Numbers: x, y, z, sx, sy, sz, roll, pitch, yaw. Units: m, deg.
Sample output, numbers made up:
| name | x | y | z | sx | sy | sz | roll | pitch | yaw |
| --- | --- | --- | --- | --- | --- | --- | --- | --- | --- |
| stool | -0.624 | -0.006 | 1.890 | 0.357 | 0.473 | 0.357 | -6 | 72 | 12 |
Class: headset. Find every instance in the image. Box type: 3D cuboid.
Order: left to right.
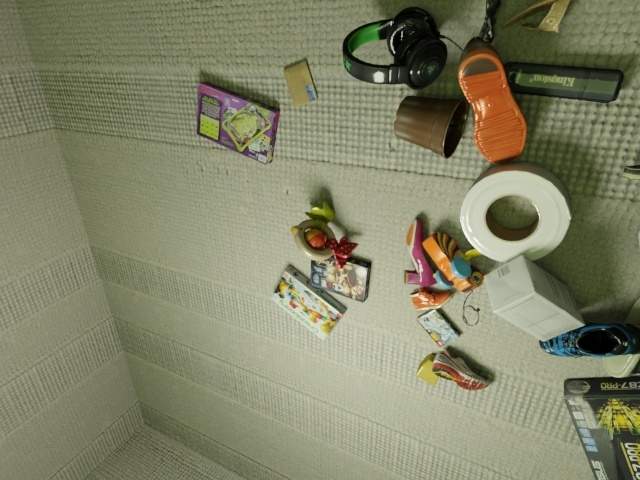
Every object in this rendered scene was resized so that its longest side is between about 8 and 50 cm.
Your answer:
| name | x | y | z | sx | sy | sz | roll | pitch | yaw |
| --- | --- | --- | --- | --- | --- | --- | --- | --- | --- |
| headset | 0.253 | -0.527 | 1.065 | 0.393 | 0.244 | 0.185 | -5 | 143 | 2 |

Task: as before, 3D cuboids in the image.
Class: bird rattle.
| name | x | y | z | sx | sy | sz | roll | pitch | yaw |
| --- | --- | --- | --- | --- | --- | --- | --- | --- | --- |
| bird rattle | 0.000 | 0.000 | 1.505 | 0.143 | 0.206 | 0.254 | -33 | 80 | 54 |

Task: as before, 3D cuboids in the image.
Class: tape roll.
| name | x | y | z | sx | sy | sz | roll | pitch | yaw |
| --- | --- | --- | --- | --- | --- | --- | --- | --- | --- |
| tape roll | 0.561 | -0.080 | 1.191 | 0.286 | 0.100 | 0.286 | 14 | 120 | 25 |

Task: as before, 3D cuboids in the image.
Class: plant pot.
| name | x | y | z | sx | sy | sz | roll | pitch | yaw |
| --- | --- | --- | --- | --- | --- | --- | --- | --- | --- |
| plant pot | 0.310 | -0.337 | 1.176 | 0.165 | 0.167 | 0.167 | 24 | 124 | 27 |
| plant pot | 0.427 | 0.489 | 1.580 | 0.081 | 0.081 | 0.083 | 27 | 117 | 16 |

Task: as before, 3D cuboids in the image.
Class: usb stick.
| name | x | y | z | sx | sy | sz | roll | pitch | yaw |
| --- | --- | --- | --- | --- | --- | --- | --- | --- | --- |
| usb stick | 0.597 | -0.401 | 1.036 | 0.277 | 0.045 | 0.077 | 16 | 122 | 23 |

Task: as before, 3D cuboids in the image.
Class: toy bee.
| name | x | y | z | sx | sy | sz | roll | pitch | yaw |
| --- | --- | --- | --- | --- | --- | --- | --- | --- | --- |
| toy bee | 0.455 | 0.110 | 1.340 | 0.195 | 0.162 | 0.299 | -14 | 87 | 55 |

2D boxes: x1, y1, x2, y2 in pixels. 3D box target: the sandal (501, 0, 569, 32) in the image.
| name | x | y | z | sx | sy | sz | roll | pitch | yaw |
| --- | --- | --- | --- | --- | --- | --- | --- | --- | --- |
| sandal | 0.560 | -0.534 | 0.963 | 0.240 | 0.088 | 0.079 | -19 | 98 | 31 |

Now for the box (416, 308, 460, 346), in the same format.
| name | x | y | z | sx | sy | sz | roll | pitch | yaw |
| --- | --- | --- | --- | --- | --- | --- | --- | --- | --- |
| box | 0.435 | 0.319 | 1.517 | 0.137 | 0.027 | 0.094 | 49 | 127 | 0 |

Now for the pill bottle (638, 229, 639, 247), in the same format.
| name | x | y | z | sx | sy | sz | roll | pitch | yaw |
| --- | --- | --- | --- | --- | --- | --- | --- | --- | --- |
| pill bottle | 0.876 | 0.010 | 1.043 | 0.107 | 0.108 | 0.180 | -7 | 111 | 33 |

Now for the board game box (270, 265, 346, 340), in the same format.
| name | x | y | z | sx | sy | sz | roll | pitch | yaw |
| --- | --- | --- | --- | --- | --- | --- | --- | --- | --- |
| board game box | -0.056 | 0.272 | 1.769 | 0.305 | 0.053 | 0.193 | 36 | 128 | 10 |

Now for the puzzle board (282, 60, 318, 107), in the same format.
| name | x | y | z | sx | sy | sz | roll | pitch | yaw |
| --- | --- | --- | --- | --- | --- | --- | --- | --- | --- |
| puzzle board | -0.067 | -0.526 | 1.390 | 0.096 | 0.011 | 0.128 | -8 | 110 | 32 |

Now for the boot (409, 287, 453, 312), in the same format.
| name | x | y | z | sx | sy | sz | roll | pitch | yaw |
| --- | --- | --- | --- | --- | --- | --- | --- | --- | --- |
| boot | 0.393 | 0.201 | 1.465 | 0.157 | 0.059 | 0.085 | -26 | 94 | 38 |

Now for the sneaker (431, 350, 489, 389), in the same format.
| name | x | y | z | sx | sy | sz | roll | pitch | yaw |
| --- | --- | --- | --- | --- | --- | --- | --- | --- | --- |
| sneaker | 0.523 | 0.479 | 1.513 | 0.225 | 0.093 | 0.088 | 29 | 141 | -6 |

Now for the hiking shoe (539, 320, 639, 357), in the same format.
| name | x | y | z | sx | sy | sz | roll | pitch | yaw |
| --- | --- | --- | --- | --- | --- | --- | --- | --- | --- |
| hiking shoe | 0.761 | 0.284 | 1.197 | 0.304 | 0.132 | 0.113 | -33 | 57 | 58 |

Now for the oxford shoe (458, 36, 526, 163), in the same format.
| name | x | y | z | sx | sy | sz | roll | pitch | yaw |
| --- | --- | --- | --- | --- | --- | --- | --- | --- | --- |
| oxford shoe | 0.456 | -0.357 | 1.074 | 0.129 | 0.133 | 0.364 | -9 | 138 | 28 |

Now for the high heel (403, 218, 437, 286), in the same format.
| name | x | y | z | sx | sy | sz | roll | pitch | yaw |
| --- | --- | --- | --- | --- | --- | --- | --- | --- | --- |
| high heel | 0.356 | 0.044 | 1.409 | 0.117 | 0.082 | 0.244 | 0 | 103 | -4 |

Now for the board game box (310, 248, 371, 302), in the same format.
| name | x | y | z | sx | sy | sz | roll | pitch | yaw |
| --- | --- | --- | --- | --- | --- | --- | --- | --- | --- |
| board game box | 0.075 | 0.135 | 1.627 | 0.243 | 0.042 | 0.165 | 15 | 121 | 24 |

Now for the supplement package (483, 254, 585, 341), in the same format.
| name | x | y | z | sx | sy | sz | roll | pitch | yaw |
| --- | --- | --- | --- | --- | --- | --- | --- | --- | --- |
| supplement package | 0.622 | 0.174 | 1.201 | 0.244 | 0.134 | 0.139 | 29 | 132 | -24 |

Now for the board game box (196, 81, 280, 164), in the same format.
| name | x | y | z | sx | sy | sz | roll | pitch | yaw |
| --- | --- | --- | --- | --- | --- | --- | --- | --- | --- |
| board game box | -0.321 | -0.447 | 1.561 | 0.346 | 0.056 | 0.208 | 26 | 129 | 17 |

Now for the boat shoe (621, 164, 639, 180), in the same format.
| name | x | y | z | sx | sy | sz | roll | pitch | yaw |
| --- | --- | --- | --- | --- | --- | --- | --- | --- | --- |
| boat shoe | 0.857 | -0.182 | 0.980 | 0.223 | 0.080 | 0.074 | 3 | 110 | 24 |

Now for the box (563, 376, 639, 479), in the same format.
| name | x | y | z | sx | sy | sz | roll | pitch | yaw |
| --- | --- | --- | --- | --- | --- | --- | --- | --- | --- |
| box | 0.998 | 0.614 | 1.292 | 0.318 | 0.097 | 0.395 | -16 | 106 | 39 |

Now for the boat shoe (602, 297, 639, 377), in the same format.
| name | x | y | z | sx | sy | sz | roll | pitch | yaw |
| --- | --- | --- | --- | --- | --- | --- | --- | --- | --- |
| boat shoe | 0.937 | 0.256 | 1.138 | 0.113 | 0.127 | 0.340 | 10 | 116 | -9 |
